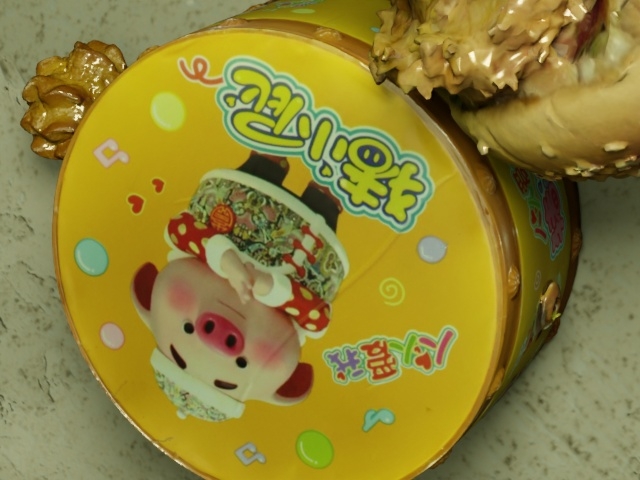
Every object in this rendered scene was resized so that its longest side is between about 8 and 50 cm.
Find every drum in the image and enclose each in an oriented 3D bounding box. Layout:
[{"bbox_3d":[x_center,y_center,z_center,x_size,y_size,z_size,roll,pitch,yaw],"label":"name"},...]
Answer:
[{"bbox_3d":[0.000,0.000,1.464,0.431,0.214,0.431,8,109,24],"label":"drum"}]

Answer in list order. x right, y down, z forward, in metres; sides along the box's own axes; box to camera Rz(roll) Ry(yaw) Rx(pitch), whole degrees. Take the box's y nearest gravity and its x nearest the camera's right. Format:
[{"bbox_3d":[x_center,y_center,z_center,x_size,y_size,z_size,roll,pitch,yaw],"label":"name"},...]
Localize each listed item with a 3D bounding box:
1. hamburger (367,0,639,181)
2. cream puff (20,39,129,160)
[{"bbox_3d":[0.168,-0.168,1.180,0.287,0.445,0.268,-26,101,-1],"label":"hamburger"},{"bbox_3d":[-0.215,-0.125,1.592,0.094,0.122,0.116,3,148,33],"label":"cream puff"}]
